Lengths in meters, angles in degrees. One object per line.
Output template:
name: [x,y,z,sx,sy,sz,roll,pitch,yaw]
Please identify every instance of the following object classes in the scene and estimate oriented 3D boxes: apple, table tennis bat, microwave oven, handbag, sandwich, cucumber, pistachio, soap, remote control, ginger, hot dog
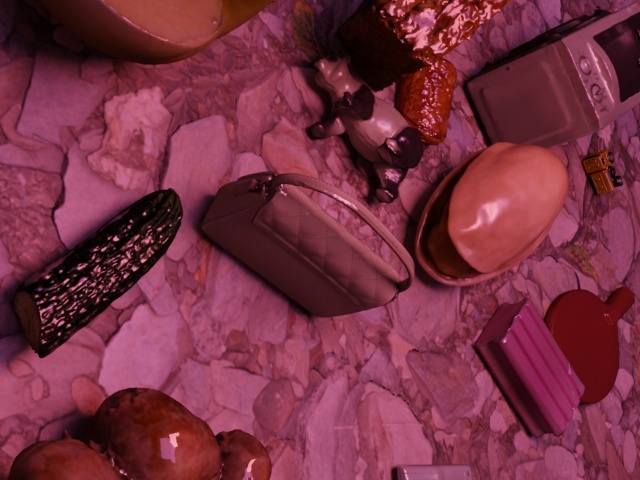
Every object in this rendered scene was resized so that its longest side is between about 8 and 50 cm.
apple: [-0.204,-0.384,1.027,0.312,0.320,0.360,-37,100,-4]
table tennis bat: [0.495,0.171,1.686,0.310,0.038,0.200,-35,102,-43]
microwave oven: [0.432,-0.284,1.623,0.295,0.238,0.181,-31,99,-42]
handbag: [0.000,0.000,1.142,0.256,0.219,0.079,39,56,-30]
sandwich: [0.163,-0.353,1.358,0.262,0.325,0.131,-42,100,-7]
cucumber: [-0.233,0.027,1.017,0.265,0.077,0.077,-43,107,-43]
pistachio: [0.269,-0.043,1.434,0.299,0.188,0.187,-39,105,-34]
soap: [0.342,0.208,1.509,0.203,0.066,0.122,57,48,-15]
remote control: [0.166,0.350,1.326,0.162,0.029,0.061,11,72,-41]
ginger: [-0.181,0.266,0.933,0.304,0.155,0.244,-41,105,-42]
hot dog: [0.173,-0.220,1.480,0.099,0.065,0.147,19,76,-39]

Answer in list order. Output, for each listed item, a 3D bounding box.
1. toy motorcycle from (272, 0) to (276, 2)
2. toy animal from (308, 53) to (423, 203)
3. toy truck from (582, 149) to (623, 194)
toy motorcycle: [-0.056,-0.411,1.304,0.084,0.118,0.212,51,59,-46]
toy animal: [0.064,-0.172,1.344,0.225,0.094,0.121,43,41,-14]
toy truck: [0.552,-0.135,1.825,0.054,0.049,0.083,-31,101,-43]
